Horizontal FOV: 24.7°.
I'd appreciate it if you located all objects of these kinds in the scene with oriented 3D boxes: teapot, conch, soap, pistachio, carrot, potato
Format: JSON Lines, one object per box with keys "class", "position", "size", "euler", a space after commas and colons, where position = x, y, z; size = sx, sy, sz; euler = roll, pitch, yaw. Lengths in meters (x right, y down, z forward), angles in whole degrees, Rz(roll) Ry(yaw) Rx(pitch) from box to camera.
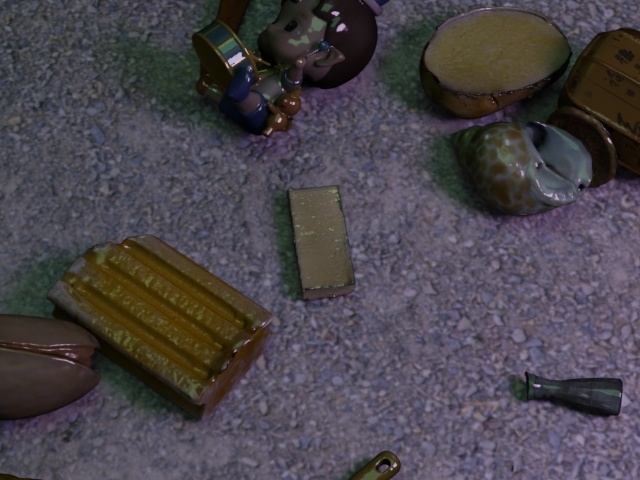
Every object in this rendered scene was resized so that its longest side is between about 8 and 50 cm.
{"class": "teapot", "position": [0.286, 0.172, 1.662], "size": [0.110, 0.043, 0.043], "euler": [6, 59, 8]}
{"class": "conch", "position": [0.242, -0.087, 1.781], "size": [0.172, 0.106, 0.116], "euler": [7, 76, 4]}
{"class": "soap", "position": [-0.185, 0.088, 1.689], "size": [0.232, 0.073, 0.140], "euler": [32, 63, 18]}
{"class": "pistachio", "position": [-0.338, 0.138, 1.630], "size": [0.184, 0.124, 0.124], "euler": [-6, 59, -7]}
{"class": "carrot", "position": [-0.116, -0.312, 1.945], "size": [0.043, 0.043, 0.248], "euler": [14, 62, 8]}
{"class": "potato", "position": [0.222, -0.216, 1.869], "size": [0.200, 0.081, 0.164], "euler": [-23, 54, -17]}

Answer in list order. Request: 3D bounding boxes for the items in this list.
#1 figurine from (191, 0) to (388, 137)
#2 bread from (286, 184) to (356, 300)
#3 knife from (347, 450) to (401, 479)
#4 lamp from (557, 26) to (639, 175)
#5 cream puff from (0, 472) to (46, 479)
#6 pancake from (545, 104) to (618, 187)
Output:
{"class": "figurine", "position": [-0.025, -0.254, 1.843], "size": [0.275, 0.158, 0.161], "euler": [-37, 26, -18]}
{"class": "bread", "position": [0.000, 0.000, 1.768], "size": [0.068, 0.028, 0.154], "euler": [-7, 59, -5]}
{"class": "knife", "position": [-0.054, 0.332, 1.570], "size": [0.343, 0.027, 0.061], "euler": [-38, 71, -17]}
{"class": "lamp", "position": [0.396, -0.169, 1.799], "size": [0.185, 0.161, 0.161], "euler": [30, 64, 15]}
{"class": "cream puff", "position": [-0.348, 0.354, 1.468], "size": [0.281, 0.185, 0.282], "euler": [2, 60, -3]}
{"class": "pancake", "position": [0.318, -0.114, 1.788], "size": [0.115, 0.115, 0.011], "euler": [36, 54, 19]}
